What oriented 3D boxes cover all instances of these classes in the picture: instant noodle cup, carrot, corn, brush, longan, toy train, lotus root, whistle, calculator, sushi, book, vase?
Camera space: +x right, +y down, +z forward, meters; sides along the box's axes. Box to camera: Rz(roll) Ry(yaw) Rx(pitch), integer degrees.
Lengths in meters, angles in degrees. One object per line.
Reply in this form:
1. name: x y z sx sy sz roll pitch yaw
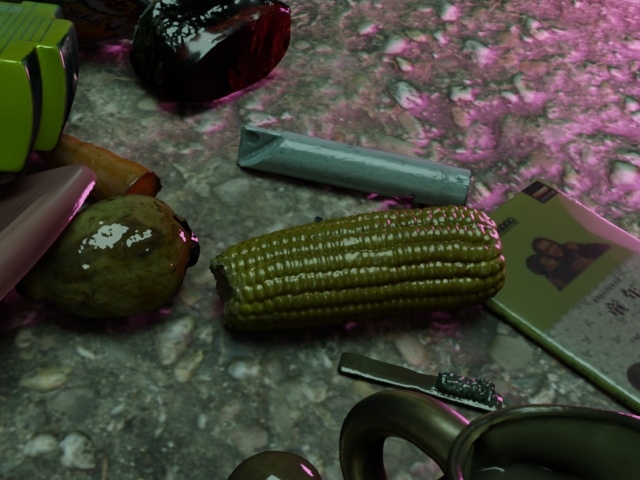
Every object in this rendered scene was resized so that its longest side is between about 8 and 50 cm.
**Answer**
1. instant noodle cup: -0.329 -0.370 1.765 0.177 0.208 0.126 -11 75 17
2. carrot: -0.297 -0.094 1.583 0.205 0.072 0.072 28 44 28
3. corn: 0.045 0.034 1.455 0.344 0.131 0.131 -8 45 -15
4. brush: 0.114 0.155 1.413 0.190 0.028 0.034 15 39 5
5. longan: -0.048 0.264 1.211 0.106 0.106 0.119 3 84 -9
6. toy train: -0.434 -0.206 1.529 0.272 0.179 0.442 5 20 -7
7. lotus root: -0.240 0.025 1.409 0.214 0.138 0.138 -21 50 -26
8. whistle: 0.044 -0.096 1.655 0.312 0.062 0.062 12 41 1
9. calculator: -0.377 0.011 1.372 0.220 0.048 0.330 -12 29 35
10. sushi: -0.155 -0.282 1.767 0.225 0.136 0.126 -34 55 -30
11. book: 0.341 0.068 1.555 0.352 0.035 0.239 36 50 26
12. vase: 0.144 0.255 1.101 0.329 0.302 0.241 34 47 26

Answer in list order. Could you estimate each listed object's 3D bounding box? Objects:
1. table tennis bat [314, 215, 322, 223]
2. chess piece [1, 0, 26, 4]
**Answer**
1. table tennis bat: 0.000 0.000 1.576 0.050 0.007 0.083 3 44 -8
2. chess piece: -0.493 -0.471 1.913 0.175 0.176 0.298 -7 31 -20
